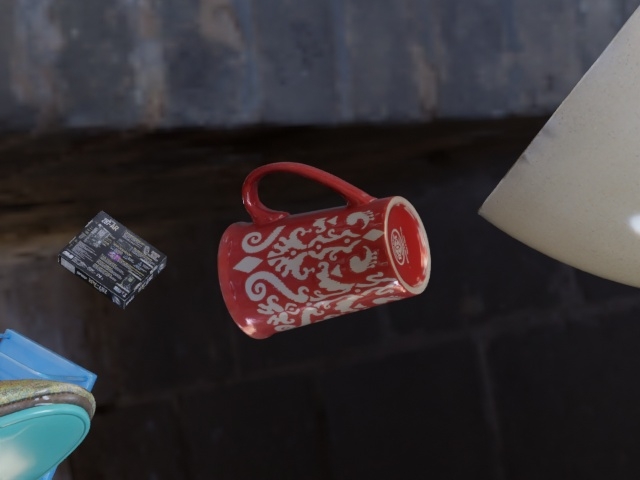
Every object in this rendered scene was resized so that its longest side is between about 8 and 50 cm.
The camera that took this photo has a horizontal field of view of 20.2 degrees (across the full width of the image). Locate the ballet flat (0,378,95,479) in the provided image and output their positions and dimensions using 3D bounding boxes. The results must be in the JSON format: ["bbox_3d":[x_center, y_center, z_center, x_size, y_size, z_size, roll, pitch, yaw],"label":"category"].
[{"bbox_3d":[-0.334,0.186,1.413,0.348,0.123,0.123,-38,60,11],"label":"ballet flat"}]

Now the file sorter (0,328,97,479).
[{"bbox_3d":[-0.335,0.190,1.869,0.118,0.104,0.170,26,94,22],"label":"file sorter"}]

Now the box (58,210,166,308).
[{"bbox_3d":[-0.202,0.018,1.748,0.083,0.067,0.018,34,149,12],"label":"box"}]

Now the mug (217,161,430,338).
[{"bbox_3d":[-0.002,0.008,1.642,0.169,0.113,0.150,-12,123,27],"label":"mug"}]

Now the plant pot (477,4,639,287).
[{"bbox_3d":[0.265,-0.072,1.193,0.191,0.284,0.284,38,131,3],"label":"plant pot"}]
